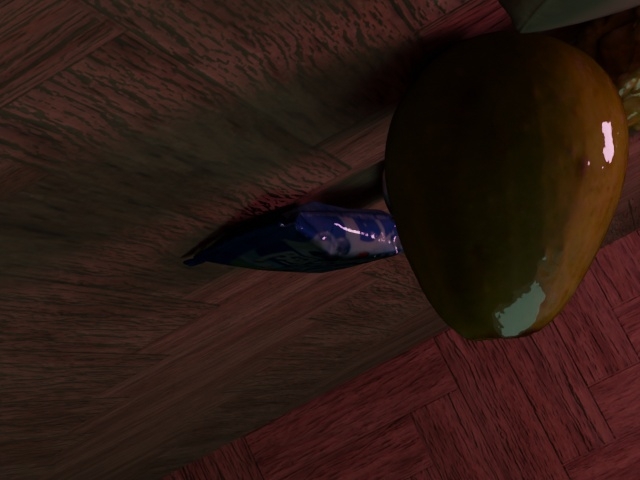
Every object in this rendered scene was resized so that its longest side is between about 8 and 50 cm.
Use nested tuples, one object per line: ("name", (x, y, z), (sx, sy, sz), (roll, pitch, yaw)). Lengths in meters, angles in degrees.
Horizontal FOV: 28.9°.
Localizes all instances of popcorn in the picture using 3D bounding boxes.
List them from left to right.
("popcorn", (0.362, -0.198, 1.413), (0.180, 0.180, 0.170), (-27, 125, 3))

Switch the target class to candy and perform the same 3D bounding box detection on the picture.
("candy", (0.000, 0.000, 1.635), (0.331, 0.077, 0.187), (3, 160, -46))

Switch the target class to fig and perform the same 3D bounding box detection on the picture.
("fig", (0.192, -0.055, 1.294), (0.258, 0.326, 0.258), (6, 164, 2))

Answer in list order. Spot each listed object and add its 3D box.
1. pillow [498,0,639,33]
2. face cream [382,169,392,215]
("pillow", (0.325, -0.288, 1.045), (0.322, 0.120, 0.255), (-21, 167, -24))
("face cream", (0.123, -0.071, 1.677), (0.084, 0.057, 0.198), (-23, 166, -2))
